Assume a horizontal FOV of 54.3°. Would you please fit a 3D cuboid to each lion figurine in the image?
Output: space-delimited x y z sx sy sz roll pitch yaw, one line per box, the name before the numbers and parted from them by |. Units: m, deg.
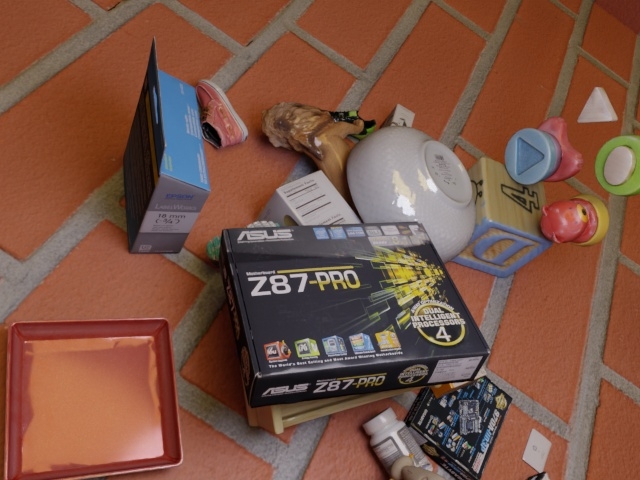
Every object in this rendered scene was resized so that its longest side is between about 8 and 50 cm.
lion figurine | 0.040 -0.165 1.422 0.240 0.142 0.392 -11 58 -48

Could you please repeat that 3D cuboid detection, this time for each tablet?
tablet | 0.468 0.454 1.345 0.054 0.006 0.083 39 50 0

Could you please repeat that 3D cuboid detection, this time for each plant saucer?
plant saucer | -0.366 0.254 1.010 0.259 0.047 0.258 1 60 -26

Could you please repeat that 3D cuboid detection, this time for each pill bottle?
pill bottle | 0.142 0.389 1.170 0.078 0.078 0.137 -22 73 -36

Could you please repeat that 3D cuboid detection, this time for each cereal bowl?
cereal bowl | 0.225 -0.113 1.358 0.339 0.141 0.338 24 50 -32

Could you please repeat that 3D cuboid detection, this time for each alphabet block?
alphabet block | 0.426 -0.053 1.532 0.194 0.192 0.197 18 53 -19

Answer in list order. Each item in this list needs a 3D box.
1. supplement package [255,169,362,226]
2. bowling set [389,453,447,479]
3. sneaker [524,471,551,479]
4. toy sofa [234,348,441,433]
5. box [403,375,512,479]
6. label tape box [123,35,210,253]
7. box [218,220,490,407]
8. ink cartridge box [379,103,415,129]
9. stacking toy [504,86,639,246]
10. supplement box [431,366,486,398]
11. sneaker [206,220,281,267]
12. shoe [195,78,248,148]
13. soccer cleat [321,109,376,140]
supplement package | 0.000 0.000 1.306 0.134 0.139 0.244 -28 75 -38
bowling set | 0.136 0.532 1.041 0.287 0.154 0.199 -42 105 -16
sneaker | 0.411 0.544 1.211 0.209 0.081 0.094 -27 78 -38
toy sofa | 0.030 0.234 1.171 0.363 0.177 0.150 -9 89 -27
box | 0.283 0.356 1.282 0.175 0.051 0.220 39 50 0
label tape box | -0.276 -0.157 1.134 0.106 0.333 0.240 2 60 -27
box | 0.045 0.109 1.070 0.395 0.097 0.318 -2 43 -18
ink cartridge box | 0.184 -0.266 1.598 0.056 0.099 0.135 28 52 -11
stacking toy | 0.549 -0.163 1.370 0.131 0.279 0.308 -6 59 -32
supplement box | 0.276 0.278 1.254 0.099 0.062 0.036 -12 64 -31
sneaker | -0.147 0.011 1.249 0.167 0.076 0.065 -14 65 -15
shoe | -0.245 -0.286 1.408 0.081 0.063 0.178 -31 82 -43
soccer cleat | 0.055 -0.305 1.572 0.179 0.072 0.060 12 55 -21
